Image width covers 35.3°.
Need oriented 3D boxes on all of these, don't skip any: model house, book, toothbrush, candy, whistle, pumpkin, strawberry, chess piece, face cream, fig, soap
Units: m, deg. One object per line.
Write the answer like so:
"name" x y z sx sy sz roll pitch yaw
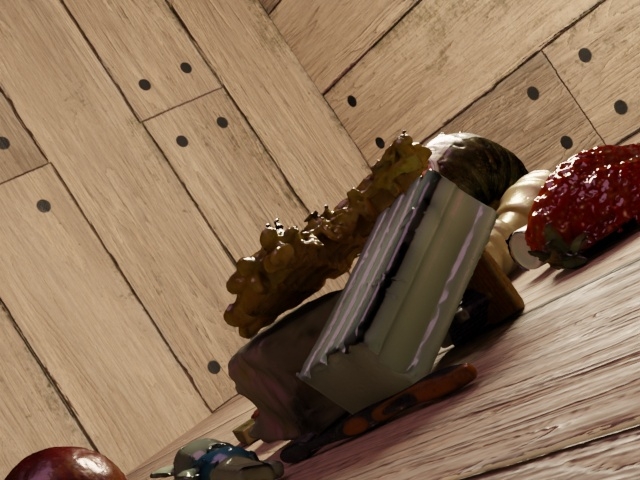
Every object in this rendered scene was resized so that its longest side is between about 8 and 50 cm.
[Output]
"model house" 0.163 0.061 1.124 0.101 0.087 0.100 -33 -4 -11
"book" -0.037 0.258 1.654 0.231 0.026 0.161 -33 -3 -15
"toothbrush" 0.045 0.170 0.965 0.031 0.023 0.321 -43 4 -38
"candy" -0.011 0.155 1.243 0.185 0.137 0.195 -33 -1 -22
"whistle" -0.098 0.242 1.027 0.114 0.077 0.236 -2 -9 -22
"pumpkin" 0.239 -0.057 1.718 0.260 0.260 0.189 -33 29 -22
"strawberry" 0.333 -0.059 1.193 0.236 0.106 0.175 -31 -3 -37
"chess piece" 0.254 0.016 1.518 0.307 0.124 0.139 -36 29 -32
"face cream" 0.355 -0.032 1.338 0.244 0.058 0.092 -25 -11 -28
"fig" -0.264 0.310 1.058 0.175 0.175 0.207 -32 12 -24
"soap" 0.082 0.058 1.052 0.150 0.094 0.261 -44 15 54

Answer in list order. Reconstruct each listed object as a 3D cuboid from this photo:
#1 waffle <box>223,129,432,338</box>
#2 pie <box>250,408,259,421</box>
"waffle" 0.000 0.000 1.213 0.293 0.069 0.259 -34 -15 -28
"pie" -0.005 0.209 1.444 0.219 0.054 0.204 -35 -3 31
